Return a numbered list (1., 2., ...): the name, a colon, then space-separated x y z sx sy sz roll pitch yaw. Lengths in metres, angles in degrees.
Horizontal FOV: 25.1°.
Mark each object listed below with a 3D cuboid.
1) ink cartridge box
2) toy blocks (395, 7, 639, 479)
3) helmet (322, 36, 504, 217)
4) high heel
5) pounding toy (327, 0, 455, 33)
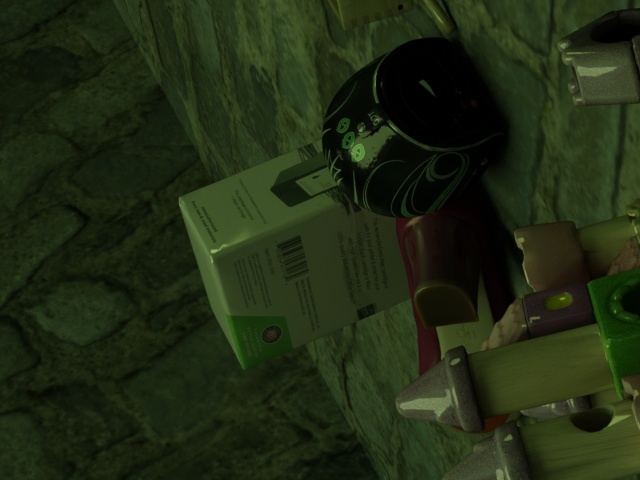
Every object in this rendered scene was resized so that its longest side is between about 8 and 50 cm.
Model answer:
1. ink cartridge box: 0.000 0.000 1.629 0.198 0.272 0.115 79 164 -46
2. toy blocks: 0.163 0.049 0.884 0.289 0.260 0.309 -86 -21 -63
3. helmet: 0.084 -0.100 1.382 0.169 0.169 0.161 62 150 16
4. high heel: 0.161 0.071 1.586 0.377 0.127 0.181 75 -167 -54
5. pounding toy: 0.051 -0.268 1.355 0.141 0.100 0.130 -113 7 -51
